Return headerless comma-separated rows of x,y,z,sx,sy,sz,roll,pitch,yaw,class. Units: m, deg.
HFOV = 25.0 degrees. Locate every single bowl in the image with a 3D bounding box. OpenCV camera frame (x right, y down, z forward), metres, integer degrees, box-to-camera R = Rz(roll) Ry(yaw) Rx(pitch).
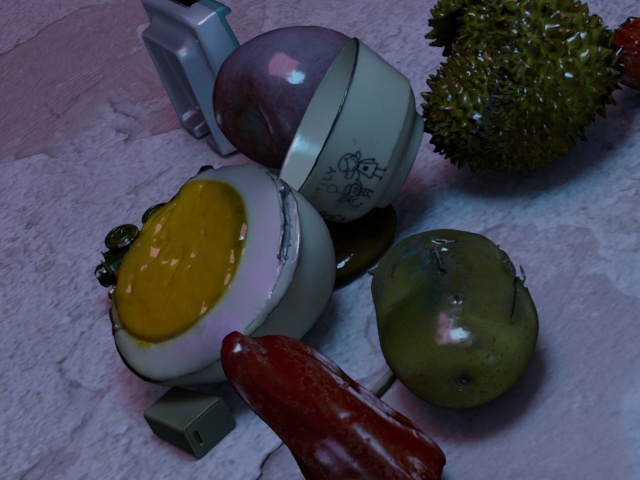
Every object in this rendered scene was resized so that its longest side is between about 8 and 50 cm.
0.046,-0.122,1.790,0.238,0.126,0.237,-158,90,-79,bowl

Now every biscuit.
0.000,0.000,1.838,0.212,0.036,0.212,-17,29,10,biscuit

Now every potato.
0.137,0.077,1.492,0.169,0.143,0.248,-29,28,12,potato

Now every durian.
0.240,-0.203,1.799,0.258,0.258,0.293,-36,13,-22,durian

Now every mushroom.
0.065,0.151,1.552,0.028,0.026,0.286,-21,26,40,mushroom

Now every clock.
-0.182,-0.264,2.224,0.116,0.231,0.262,-35,30,-13,clock

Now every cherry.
-0.025,-0.213,2.041,0.239,0.206,0.239,-28,24,14,cherry

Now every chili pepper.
0.002,0.160,1.354,0.136,0.252,0.144,-21,30,47,chili pepper

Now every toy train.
-0.186,0.009,1.916,0.225,0.090,0.137,-31,36,-13,toy train

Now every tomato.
0.435,-0.237,1.855,0.159,0.091,0.139,-16,24,8,tomato

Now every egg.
-0.100,0.062,1.682,0.286,0.174,0.264,-41,45,11,egg

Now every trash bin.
-0.149,0.198,1.607,0.061,0.043,0.092,-41,31,-28,trash bin
